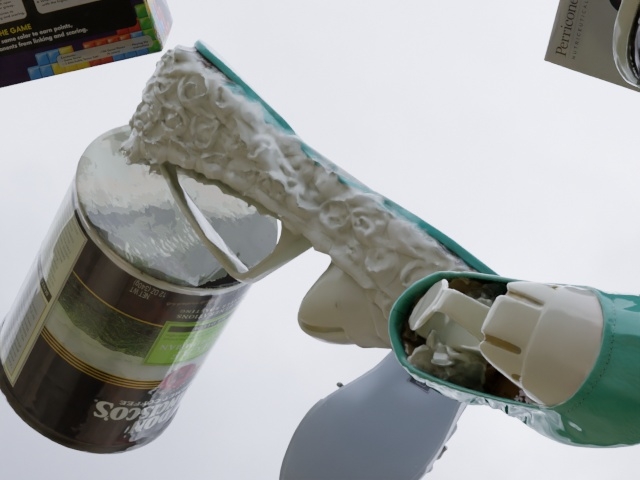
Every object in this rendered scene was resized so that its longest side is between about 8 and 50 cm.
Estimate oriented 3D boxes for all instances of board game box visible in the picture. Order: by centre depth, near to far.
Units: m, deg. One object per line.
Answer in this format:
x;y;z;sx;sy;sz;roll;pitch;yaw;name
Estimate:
-0.178;-0.149;0.948;0.170;0.048;0.141;-11;-65;10;board game box

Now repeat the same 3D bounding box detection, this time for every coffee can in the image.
-0.185;0.049;1.792;0.201;0.201;0.275;36;-47;4;coffee can

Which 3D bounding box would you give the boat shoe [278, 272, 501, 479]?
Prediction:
0.064;0.151;1.603;0.113;0.306;0.105;29;-35;11;boat shoe

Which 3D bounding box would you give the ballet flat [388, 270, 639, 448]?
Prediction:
0.106;0.056;0.963;0.087;0.083;0.247;24;-10;-24;ballet flat

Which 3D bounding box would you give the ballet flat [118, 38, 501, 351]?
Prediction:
0.000;0.000;1.450;0.409;0.147;0.147;39;-47;25;ballet flat

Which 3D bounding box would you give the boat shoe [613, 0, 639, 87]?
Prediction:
0.183;-0.126;0.790;0.068;0.081;0.228;37;-26;19;boat shoe

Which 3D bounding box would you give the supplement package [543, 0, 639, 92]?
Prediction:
0.281;-0.186;1.188;0.203;0.149;0.194;21;-66;24;supplement package
